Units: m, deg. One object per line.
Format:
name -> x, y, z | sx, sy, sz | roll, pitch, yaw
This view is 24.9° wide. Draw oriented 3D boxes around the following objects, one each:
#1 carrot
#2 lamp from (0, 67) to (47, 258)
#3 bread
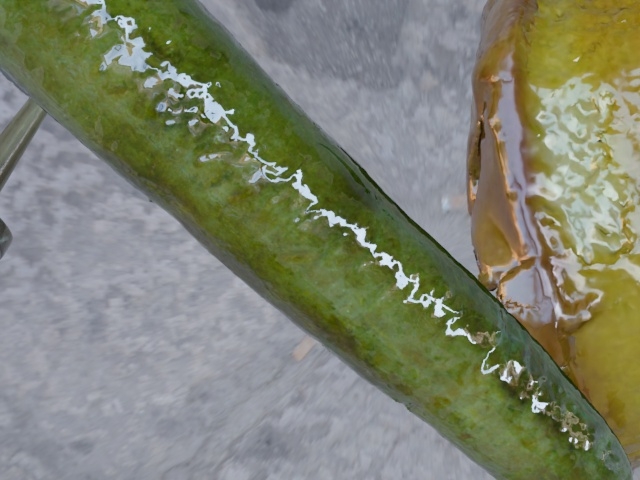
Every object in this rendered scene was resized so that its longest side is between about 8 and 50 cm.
carrot -> 0.000, 0.000, 0.564 | 0.358, 0.074, 0.074 | 44, 93, -13
lamp -> -0.179, -0.092, 0.943 | 0.121, 0.121, 0.214 | 27, 66, 4
bread -> 0.238, -0.017, 1.044 | 0.215, 0.398, 0.398 | -10, 88, 23
